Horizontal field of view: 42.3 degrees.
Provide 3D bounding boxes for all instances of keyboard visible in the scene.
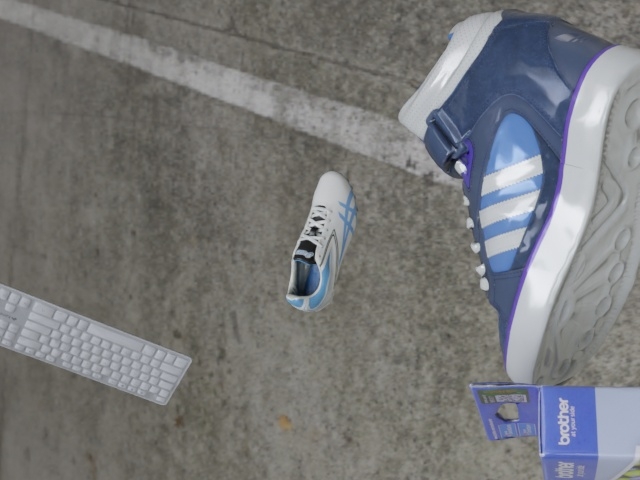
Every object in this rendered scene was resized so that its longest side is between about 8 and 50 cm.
[{"bbox_3d":[-0.263,0.101,0.851,0.072,0.256,0.014,-56,20,29],"label":"keyboard"}]

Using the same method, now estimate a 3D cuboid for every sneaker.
[{"bbox_3d":[0.000,0.000,1.353,0.085,0.086,0.237,10,86,31],"label":"sneaker"},{"bbox_3d":[0.168,-0.047,0.765,0.236,0.130,0.323,33,125,45],"label":"sneaker"}]

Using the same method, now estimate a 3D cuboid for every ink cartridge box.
[{"bbox_3d":[0.280,0.162,0.644,0.311,0.186,0.065,1,66,16],"label":"ink cartridge box"}]
